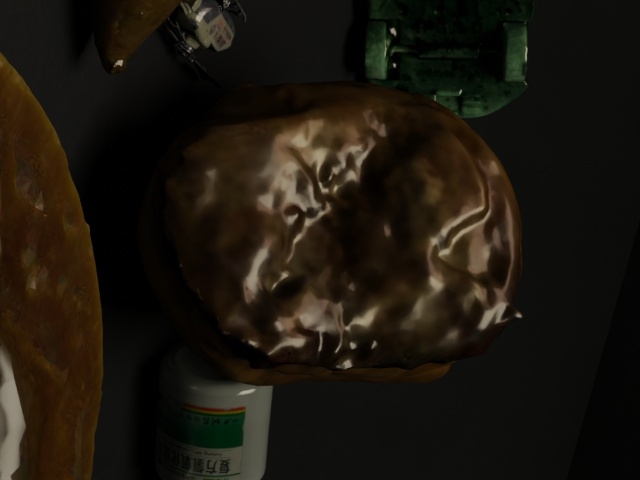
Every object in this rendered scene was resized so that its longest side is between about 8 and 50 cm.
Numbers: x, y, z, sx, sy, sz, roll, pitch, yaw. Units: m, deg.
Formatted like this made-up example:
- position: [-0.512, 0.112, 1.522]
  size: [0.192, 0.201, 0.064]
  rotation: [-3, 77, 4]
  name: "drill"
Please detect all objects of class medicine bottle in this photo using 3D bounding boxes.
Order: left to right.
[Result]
- position: [-0.077, 0.141, 1.035]
  size: [0.080, 0.080, 0.130]
  rotation: [-36, 137, -58]
  name: "medicine bottle"

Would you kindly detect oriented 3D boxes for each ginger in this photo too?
- position: [-0.001, -0.004, 0.976]
  size: [0.223, 0.269, 0.200]
  rotation: [155, -67, -69]
  name: "ginger"

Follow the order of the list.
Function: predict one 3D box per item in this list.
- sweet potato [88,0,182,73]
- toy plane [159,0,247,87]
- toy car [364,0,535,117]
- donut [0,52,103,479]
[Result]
- position: [-0.072, -0.261, 0.779]
  size: [0.108, 0.079, 0.346]
  rotation: [-27, 127, -47]
  name: "sweet potato"
- position: [-0.078, -0.138, 0.914]
  size: [0.049, 0.031, 0.120]
  rotation: [-62, 160, -9]
  name: "toy plane"
- position: [0.104, -0.243, 1.168]
  size: [0.125, 0.136, 0.305]
  rotation: [-84, 173, -48]
  name: "toy car"
- position: [-0.213, 0.066, 0.567]
  size: [0.330, 0.160, 0.329]
  rotation: [3, 90, -71]
  name: "donut"
